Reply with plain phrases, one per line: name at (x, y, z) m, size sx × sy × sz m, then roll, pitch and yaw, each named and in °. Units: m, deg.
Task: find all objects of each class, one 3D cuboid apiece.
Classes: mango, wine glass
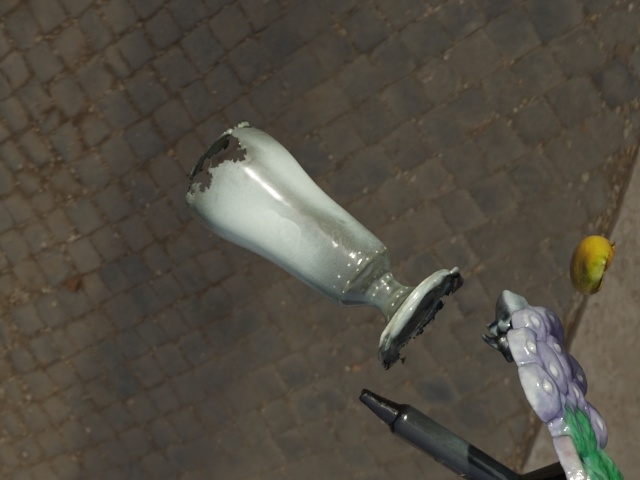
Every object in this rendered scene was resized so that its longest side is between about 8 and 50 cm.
mango at (0.452, 0.042, 1.610) m, size 0.066 × 0.187 × 0.101 m, roll 19°, pitch 97°, yaw 8°
wine glass at (0.000, 0.000, 0.551) m, size 0.155 × 0.072 × 0.072 m, roll 37°, pitch 122°, yaw 21°

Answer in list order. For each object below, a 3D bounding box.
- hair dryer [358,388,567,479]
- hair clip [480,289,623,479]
hair dryer at (0.130, 0.180, 0.838) m, size 0.195 × 0.050 × 0.173 m, roll 40°, pitch 137°, yaw -9°
hair clip at (0.168, 0.121, 0.711) m, size 0.052 × 0.124 × 0.195 m, roll -36°, pitch 53°, yaw 25°
